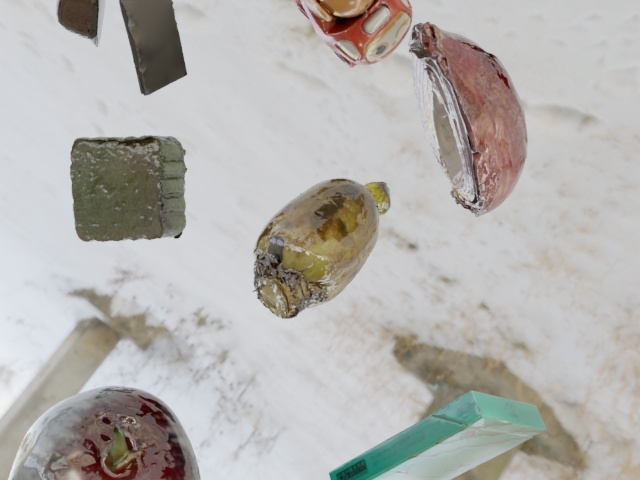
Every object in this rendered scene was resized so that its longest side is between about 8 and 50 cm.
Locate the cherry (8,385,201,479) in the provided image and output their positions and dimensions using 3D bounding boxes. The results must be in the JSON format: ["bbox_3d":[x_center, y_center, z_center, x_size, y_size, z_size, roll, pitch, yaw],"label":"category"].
[{"bbox_3d":[-0.249,0.302,1.079,0.255,0.218,0.296,57,133,33],"label":"cherry"}]

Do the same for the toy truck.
[{"bbox_3d":[0.075,-0.462,1.848,0.265,0.189,0.239,43,-175,-23],"label":"toy truck"}]

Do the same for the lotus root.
[{"bbox_3d":[0.000,0.000,1.378,0.141,0.314,0.169,35,139,15],"label":"lotus root"}]

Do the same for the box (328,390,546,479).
[{"bbox_3d":[0.145,0.260,1.159,0.161,0.226,0.042,19,-137,-48],"label":"box"}]

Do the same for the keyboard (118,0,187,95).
[{"bbox_3d":[-0.197,-0.266,1.055,0.015,0.074,0.196,14,127,34],"label":"keyboard"}]

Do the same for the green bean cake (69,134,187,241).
[{"bbox_3d":[-0.311,-0.086,1.533,0.182,0.173,0.094,-2,-178,24],"label":"green bean cake"}]

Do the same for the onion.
[{"bbox_3d":[0.197,-0.179,1.225,0.227,0.120,0.283,-116,2,-47],"label":"onion"}]

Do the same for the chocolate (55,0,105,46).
[{"bbox_3d":[-0.396,-0.397,1.537,0.080,0.148,0.125,10,-167,-10],"label":"chocolate"}]
